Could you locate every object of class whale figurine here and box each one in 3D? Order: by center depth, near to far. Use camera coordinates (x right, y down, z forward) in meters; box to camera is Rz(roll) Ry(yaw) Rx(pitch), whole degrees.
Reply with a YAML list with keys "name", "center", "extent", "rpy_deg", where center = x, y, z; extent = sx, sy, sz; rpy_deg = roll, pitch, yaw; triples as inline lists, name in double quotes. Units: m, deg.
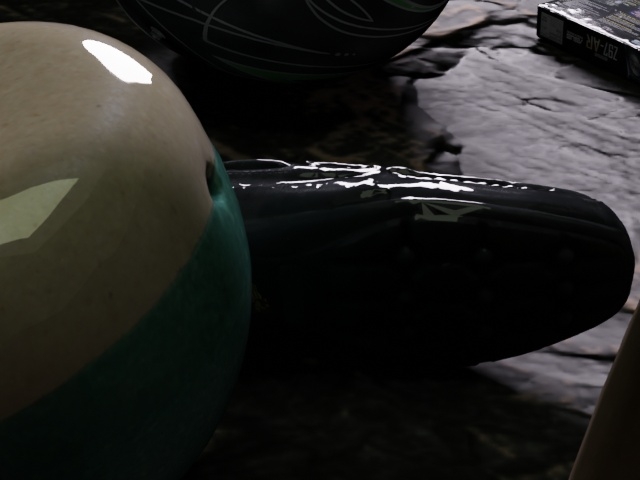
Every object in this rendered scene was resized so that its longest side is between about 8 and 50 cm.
- name: "whale figurine"
  center: [-0.148, 0.043, 0.587]
  extent: [0.272, 0.141, 0.216]
  rpy_deg: [-21, 31, 11]

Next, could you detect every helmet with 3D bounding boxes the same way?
- name: "helmet"
  center: [-0.015, -0.150, 0.891]
  extent: [0.169, 0.169, 0.161]
  rpy_deg: [4, 11, 7]

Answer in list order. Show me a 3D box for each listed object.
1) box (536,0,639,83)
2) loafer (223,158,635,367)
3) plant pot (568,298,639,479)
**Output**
- name: "box"
  center: [0.160, -0.105, 0.961]
  extent: [0.067, 0.018, 0.083]
  rpy_deg: [-18, 33, -31]
- name: "loafer"
  center: [0.000, 0.000, 0.693]
  extent: [0.223, 0.076, 0.078]
  rpy_deg: [-2, 35, 4]
- name: "plant pot"
  center: [0.174, 0.093, 0.381]
  extent: [0.229, 0.263, 0.263]
  rpy_deg: [22, 29, -1]
